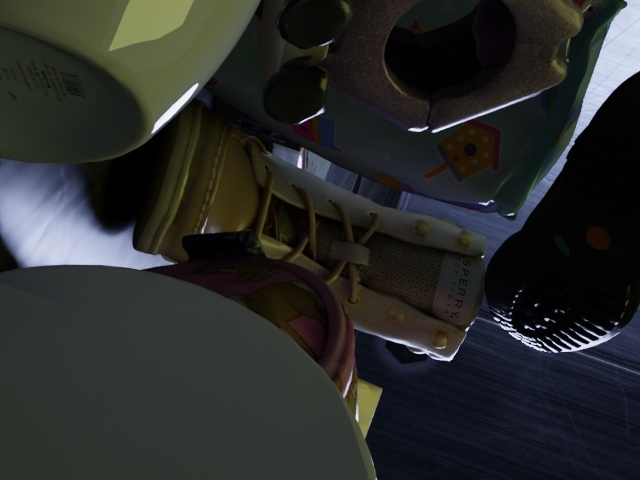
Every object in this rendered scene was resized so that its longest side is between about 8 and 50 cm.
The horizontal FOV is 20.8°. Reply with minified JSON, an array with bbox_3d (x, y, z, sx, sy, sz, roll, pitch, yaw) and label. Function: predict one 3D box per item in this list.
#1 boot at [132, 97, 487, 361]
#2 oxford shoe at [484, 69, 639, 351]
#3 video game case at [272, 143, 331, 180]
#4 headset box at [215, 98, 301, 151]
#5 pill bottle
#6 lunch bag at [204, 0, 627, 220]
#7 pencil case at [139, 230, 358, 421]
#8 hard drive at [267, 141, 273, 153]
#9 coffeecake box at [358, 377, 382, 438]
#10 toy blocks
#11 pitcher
[{"bbox_3d":[0.000,0.000,1.026,0.262,0.203,0.095,86,24,-81],"label":"boot"},{"bbox_3d":[0.160,-0.014,0.966,0.096,0.082,0.227,-53,175,-37],"label":"oxford shoe"},{"bbox_3d":[0.021,-0.154,1.400,0.204,0.025,0.285,94,17,-69],"label":"video game case"},{"bbox_3d":[-0.030,-0.098,1.148,0.032,0.062,0.083,102,8,-47],"label":"headset box"},{"bbox_3d":[-0.100,0.209,0.652,0.229,0.229,0.408,-65,172,-45],"label":"pill bottle"},{"bbox_3d":[0.050,-0.116,1.019,0.160,0.223,0.262,-65,174,5],"label":"lunch bag"},{"bbox_3d":[-0.059,0.193,0.897,0.167,0.160,0.386,-114,-161,-59],"label":"pencil case"},{"bbox_3d":[-0.010,-0.135,1.418,0.094,0.022,0.135,88,22,-74],"label":"hard drive"},{"bbox_3d":[-0.060,0.132,1.090,0.185,0.068,0.142,12,-100,56],"label":"coffeecake box"},{"bbox_3d":[0.112,-0.227,0.595,0.309,0.260,0.289,-99,-162,-45],"label":"toy blocks"},{"bbox_3d":[-0.066,-0.140,0.422,0.178,0.125,0.207,68,30,-66],"label":"pitcher"}]
